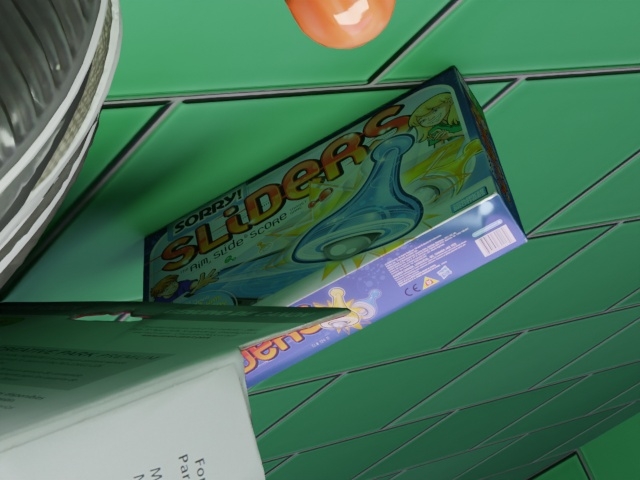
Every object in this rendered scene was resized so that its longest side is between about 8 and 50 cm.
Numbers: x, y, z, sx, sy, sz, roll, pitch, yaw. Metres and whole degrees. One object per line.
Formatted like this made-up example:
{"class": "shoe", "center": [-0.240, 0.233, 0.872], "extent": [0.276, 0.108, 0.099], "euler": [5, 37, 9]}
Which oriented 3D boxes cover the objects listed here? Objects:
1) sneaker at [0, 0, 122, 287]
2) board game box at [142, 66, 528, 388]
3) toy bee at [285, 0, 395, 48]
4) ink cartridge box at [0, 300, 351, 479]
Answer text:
{"class": "sneaker", "center": [-0.229, 0.063, 0.483], "extent": [0.447, 0.169, 0.257], "euler": [-39, 174, -4]}
{"class": "board game box", "center": [0.000, 0.000, 0.831], "extent": [0.201, 0.136, 0.035], "euler": [-29, 120, 12]}
{"class": "toy bee", "center": [-0.013, -0.126, 0.300], "extent": [0.195, 0.162, 0.298], "euler": [-34, 169, 26]}
{"class": "ink cartridge box", "center": [-0.166, 0.119, 0.714], "extent": [0.272, 0.130, 0.309], "euler": [-18, -169, -40]}
